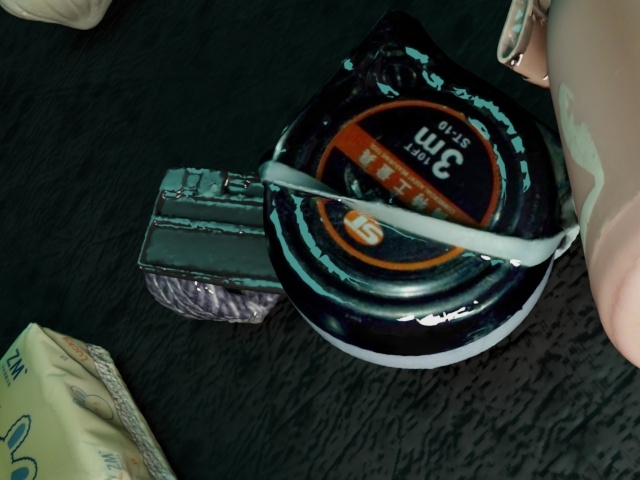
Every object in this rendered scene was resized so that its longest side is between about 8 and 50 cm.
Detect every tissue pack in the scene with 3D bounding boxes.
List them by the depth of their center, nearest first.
[{"bbox_3d":[-0.195,0.174,1.105,0.148,0.092,0.196,-52,38,11],"label":"tissue pack"}]

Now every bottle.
[{"bbox_3d":[0.188,-0.080,0.780,0.206,0.173,0.296,-40,42,37],"label":"bottle"}]

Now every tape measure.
[{"bbox_3d":[0.054,-0.018,0.898,0.181,0.107,0.182,-44,69,-9],"label":"tape measure"}]

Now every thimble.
[{"bbox_3d":[-0.072,0.004,1.074,0.066,0.095,0.104,0,81,50],"label":"thimble"}]

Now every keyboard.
[{"bbox_3d":[0.000,0.000,0.981,0.251,0.017,0.087,6,70,21],"label":"keyboard"}]

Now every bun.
[{"bbox_3d":[-0.234,-0.239,1.412,0.138,0.094,0.138,-20,19,7],"label":"bun"}]
